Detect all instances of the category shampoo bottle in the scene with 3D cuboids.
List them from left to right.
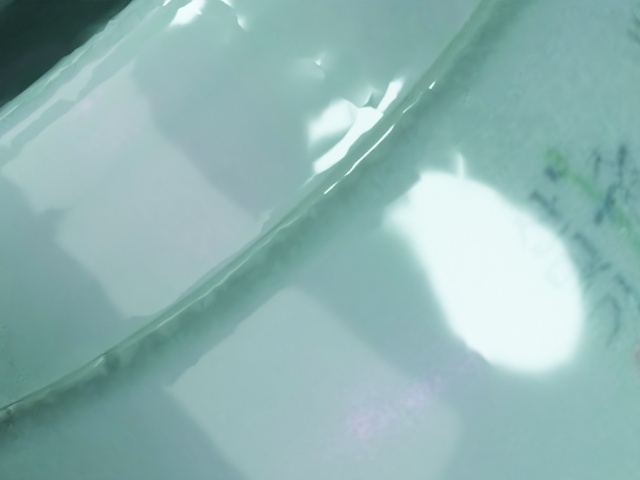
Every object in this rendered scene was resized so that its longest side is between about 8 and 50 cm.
[{"bbox_3d":[0.000,0.000,0.485,0.273,0.273,0.266,-32,117,24],"label":"shampoo bottle"}]
